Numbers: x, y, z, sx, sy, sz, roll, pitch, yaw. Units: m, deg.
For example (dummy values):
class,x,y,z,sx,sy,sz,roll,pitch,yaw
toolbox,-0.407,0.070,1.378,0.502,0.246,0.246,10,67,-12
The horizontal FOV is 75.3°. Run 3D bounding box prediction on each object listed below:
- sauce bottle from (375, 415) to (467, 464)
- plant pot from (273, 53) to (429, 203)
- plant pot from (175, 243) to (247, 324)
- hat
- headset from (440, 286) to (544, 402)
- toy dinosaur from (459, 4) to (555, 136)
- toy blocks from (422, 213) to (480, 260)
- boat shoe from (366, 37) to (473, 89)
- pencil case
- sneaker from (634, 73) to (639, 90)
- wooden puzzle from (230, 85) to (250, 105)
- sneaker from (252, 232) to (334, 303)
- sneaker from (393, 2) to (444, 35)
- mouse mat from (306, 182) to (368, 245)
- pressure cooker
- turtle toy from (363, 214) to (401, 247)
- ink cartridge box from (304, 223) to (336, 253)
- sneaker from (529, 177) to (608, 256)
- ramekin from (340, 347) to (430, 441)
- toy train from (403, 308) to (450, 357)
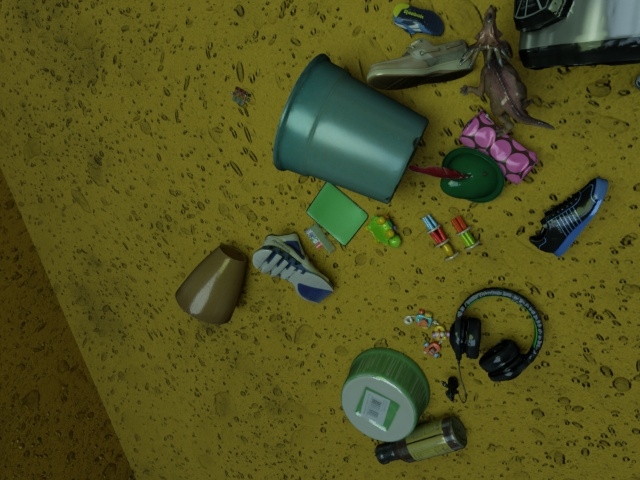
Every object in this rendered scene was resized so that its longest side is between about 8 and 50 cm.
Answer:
class,x,y,z,sx,sy,sz,roll,pitch,yaw
sauce bottle,0.346,0.721,1.478,0.344,0.111,0.111,-34,90,32
plant pot,0.095,-0.282,1.157,0.334,0.341,0.341,27,117,7
plant pot,-0.395,0.151,1.601,0.237,0.237,0.254,35,105,12
hat,0.355,-0.136,1.110,0.208,0.183,0.173,32,146,23
headset,0.503,0.328,1.278,0.243,0.185,0.394,32,103,18
toy dinosaur,0.420,-0.365,0.964,0.127,0.200,0.296,-31,73,14
toy blocks,0.383,-0.029,1.238,0.123,0.054,0.148,-34,90,32
boat shoe,0.250,-0.455,1.059,0.109,0.302,0.098,-177,74,-73
pencil case,0.473,-0.248,1.101,0.209,0.095,0.098,41,119,6
sneaker,0.825,-0.351,0.898,0.223,0.083,0.098,25,111,18
wooden puzzle,-0.278,-0.499,1.435,0.083,0.006,0.049,33,118,13
sneaker,-0.081,0.069,1.464,0.315,0.182,0.127,36,125,-22
sneaker,0.262,-0.586,1.116,0.144,0.059,0.053,24,85,1
mouse mat,0.054,-0.090,1.408,0.189,0.007,0.153,41,120,7
pressure cooker,0.582,-0.555,0.780,0.369,0.375,0.421,12,117,34
turtle toy,0.205,-0.028,1.319,0.130,0.066,0.095,55,144,-3
ink cartridge box,0.000,0.000,1.432,0.029,0.063,0.115,-38,88,30
sneaker,0.642,-0.067,1.082,0.090,0.081,0.232,25,118,9
ramekin,0.219,0.548,1.458,0.303,0.148,0.303,9,110,24
toy train,0.353,0.311,1.372,0.125,0.046,0.166,-41,87,30
